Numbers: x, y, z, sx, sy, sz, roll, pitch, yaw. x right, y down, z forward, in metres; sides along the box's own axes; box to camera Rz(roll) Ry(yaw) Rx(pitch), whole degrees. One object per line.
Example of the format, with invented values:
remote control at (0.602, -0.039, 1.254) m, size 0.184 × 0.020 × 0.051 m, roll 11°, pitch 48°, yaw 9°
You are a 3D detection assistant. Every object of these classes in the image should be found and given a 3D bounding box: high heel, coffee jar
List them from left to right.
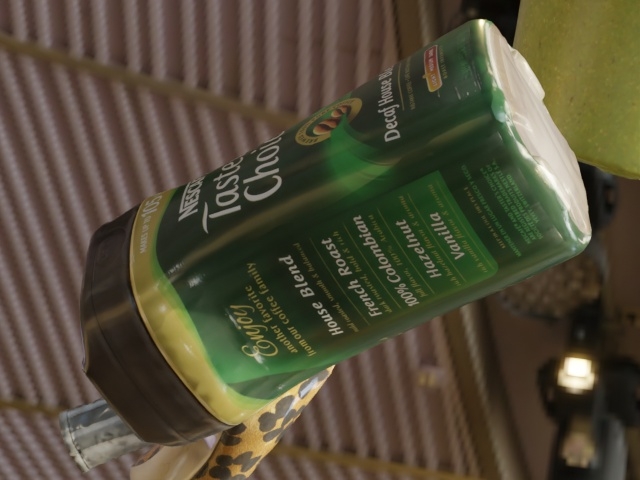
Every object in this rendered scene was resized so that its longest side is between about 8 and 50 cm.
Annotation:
high heel at (-0.046, 0.151, 1.322) m, size 0.186 × 0.093 × 0.261 m, roll -21°, pitch -33°, yaw 5°
coffee jar at (0.000, 0.000, 0.698) m, size 0.184 × 0.096 × 0.079 m, roll -28°, pitch -63°, yaw 15°

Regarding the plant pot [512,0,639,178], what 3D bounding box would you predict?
plant pot at (0.239, -0.165, 1.297) m, size 0.276 × 0.276 × 0.254 m, roll 17°, pitch -84°, yaw -2°
